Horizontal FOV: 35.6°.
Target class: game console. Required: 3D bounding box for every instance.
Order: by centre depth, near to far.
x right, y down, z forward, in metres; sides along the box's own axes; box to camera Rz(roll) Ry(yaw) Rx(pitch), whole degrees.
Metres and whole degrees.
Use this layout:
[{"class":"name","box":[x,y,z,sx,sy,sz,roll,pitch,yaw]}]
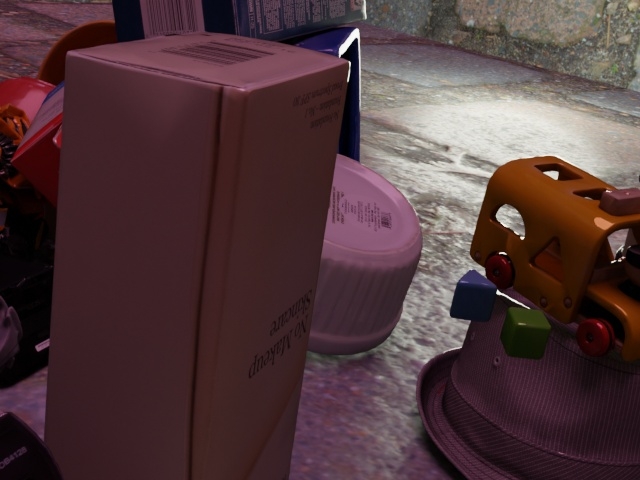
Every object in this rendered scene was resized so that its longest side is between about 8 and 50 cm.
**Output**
[{"class":"game console","box":[-0.273,0.062,0.845,0.071,0.107,0.122,-23,5,27]}]

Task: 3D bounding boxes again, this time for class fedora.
[{"class":"fedora","box":[0.205,0.111,0.801,0.243,0.124,0.275,4,19,-11]}]

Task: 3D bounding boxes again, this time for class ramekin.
[{"class":"ramekin","box":[0.000,0.000,0.962,0.207,0.109,0.207,18,32,-12]}]

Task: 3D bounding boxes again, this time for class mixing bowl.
[{"class":"mixing bowl","box":[-0.345,-0.136,1.213,0.181,0.098,0.181,19,-10,4]}]

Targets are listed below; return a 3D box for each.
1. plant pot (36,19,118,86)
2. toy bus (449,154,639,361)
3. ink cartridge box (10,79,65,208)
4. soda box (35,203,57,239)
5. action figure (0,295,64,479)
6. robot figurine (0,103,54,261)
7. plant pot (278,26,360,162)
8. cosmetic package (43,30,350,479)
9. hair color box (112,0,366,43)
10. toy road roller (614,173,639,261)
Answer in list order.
[{"class":"plant pot","box":[-0.262,-0.187,1.395,0.205,0.205,0.188,14,4,17]},{"class":"toy bus","box":[0.209,0.009,0.741,0.202,0.104,0.191,13,26,6]},{"class":"ink cartridge box","box":[-0.231,-0.083,1.024,0.134,0.078,0.231,48,18,-24]},{"class":"soda box","box":[-0.335,-0.050,1.143,0.181,0.058,0.061,15,20,21]},{"class":"action figure","box":[-0.239,0.111,0.576,0.185,0.099,0.285,-45,36,-19]},{"class":"robot figurine","box":[-0.349,-0.073,0.951,0.085,0.211,0.291,-28,-6,15]},{"class":"plant pot","box":[-0.063,-0.158,1.319,0.212,0.236,0.236,4,18,9]},{"class":"cosmetic package","box":[-0.078,0.038,0.612,0.113,0.310,0.160,14,21,18]},{"class":"hair color box","box":[-0.091,-0.310,1.266,0.173,0.105,0.347,4,18,26]},{"class":"toy road roller","box":[0.493,0.024,1.077,0.329,0.203,0.241,-2,33,-13]}]
